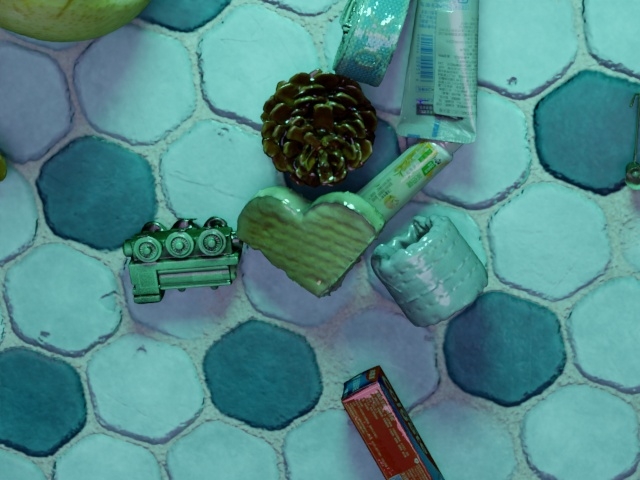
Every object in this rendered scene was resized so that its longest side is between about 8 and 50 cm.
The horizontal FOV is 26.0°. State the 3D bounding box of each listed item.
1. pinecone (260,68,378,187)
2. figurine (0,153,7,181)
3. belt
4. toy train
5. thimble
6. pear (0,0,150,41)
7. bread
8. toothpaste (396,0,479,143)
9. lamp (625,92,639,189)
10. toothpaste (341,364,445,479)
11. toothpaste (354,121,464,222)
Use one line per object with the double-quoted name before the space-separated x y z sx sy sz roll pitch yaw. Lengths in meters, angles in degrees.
"pinecone" -0.001 -0.143 1.835 0.173 0.173 0.174 1 104 4
"figurine" -0.616 -0.030 1.871 0.204 0.338 0.283 38 138 1
"belt" 0.067 -0.283 1.799 0.082 0.163 0.148 21 124 -4
"toy train" -0.189 0.026 1.941 0.170 0.071 0.111 -4 113 4
"thimble" 0.146 0.037 1.871 0.127 0.151 0.118 -36 100 -2
"pear" -0.341 -0.399 1.737 0.309 0.309 0.309 1 104 4
"bread" 0.000 0.000 1.873 0.232 0.064 0.173 1 123 34
"toothpaste" 0.165 -0.280 1.826 0.114 0.073 0.299 9 102 23
"lamp" 0.427 -0.134 1.864 0.041 0.054 0.121 3 111 4
"toothpaste" 0.132 0.335 1.985 0.066 0.076 0.320 -27 101 10
"toothpaste" 0.084 -0.056 1.907 0.314 0.058 0.056 -42 138 17
